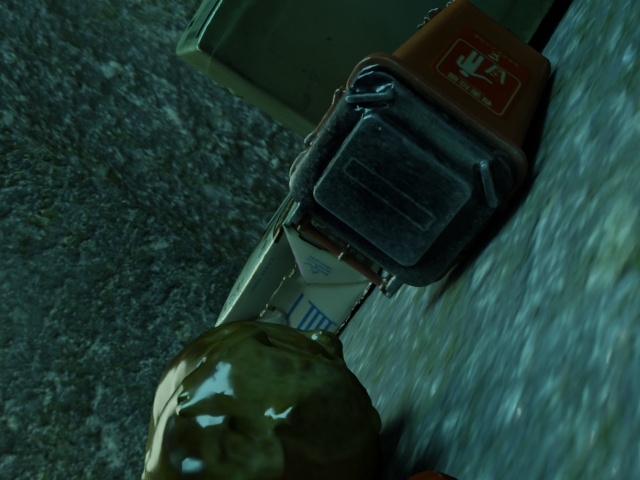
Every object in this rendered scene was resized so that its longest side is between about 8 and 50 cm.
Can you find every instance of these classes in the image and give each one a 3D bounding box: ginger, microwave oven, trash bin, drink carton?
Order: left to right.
[{"bbox_3d":[-0.054,0.191,0.827,0.357,0.152,0.274,168,113,-84],"label":"ginger"},{"bbox_3d":[0.000,0.000,1.478,0.194,0.132,0.325,-55,5,32],"label":"drink carton"},{"bbox_3d":[0.075,-0.287,1.263,0.394,0.333,0.247,-58,9,-1],"label":"microwave oven"},{"bbox_3d":[0.091,-0.087,1.013,0.184,0.161,0.239,-54,-1,39],"label":"trash bin"}]

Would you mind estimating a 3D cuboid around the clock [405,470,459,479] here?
[{"bbox_3d":[0.013,0.203,0.575,0.205,0.051,0.205,-59,4,7],"label":"clock"}]
